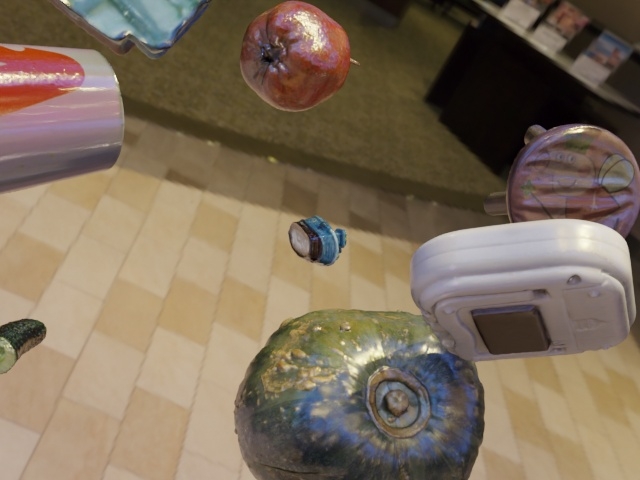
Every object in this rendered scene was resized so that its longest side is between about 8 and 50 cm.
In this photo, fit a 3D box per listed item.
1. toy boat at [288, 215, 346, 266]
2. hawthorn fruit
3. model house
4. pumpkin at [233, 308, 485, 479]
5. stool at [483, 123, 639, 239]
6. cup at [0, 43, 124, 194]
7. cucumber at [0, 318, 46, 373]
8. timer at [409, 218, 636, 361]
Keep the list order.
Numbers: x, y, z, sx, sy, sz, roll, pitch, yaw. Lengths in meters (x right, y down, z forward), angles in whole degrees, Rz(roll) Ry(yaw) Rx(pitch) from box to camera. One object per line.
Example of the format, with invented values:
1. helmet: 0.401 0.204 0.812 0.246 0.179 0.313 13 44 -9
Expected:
1. toy boat: 0.000 0.000 1.218 0.060 0.060 0.137 1 6 -16
2. hawthorn fruit: -0.027 -0.355 1.898 0.210 0.210 0.262 42 28 27
3. model house: -0.278 -0.392 1.300 0.295 0.252 0.329 39 -8 -13
4. pumpkin: 0.047 0.226 1.312 0.327 0.257 0.292 13 62 -12
5. stool: 0.470 -0.096 1.909 0.272 0.272 0.178 26 3 -12
6. cup: -0.356 -0.120 0.967 0.288 0.203 0.203 -10 43 -37
7. cucumber: -0.422 0.139 1.354 0.058 0.052 0.215 14 5 -3
8. timer: 0.232 0.067 1.103 0.262 0.237 0.087 53 32 -58
